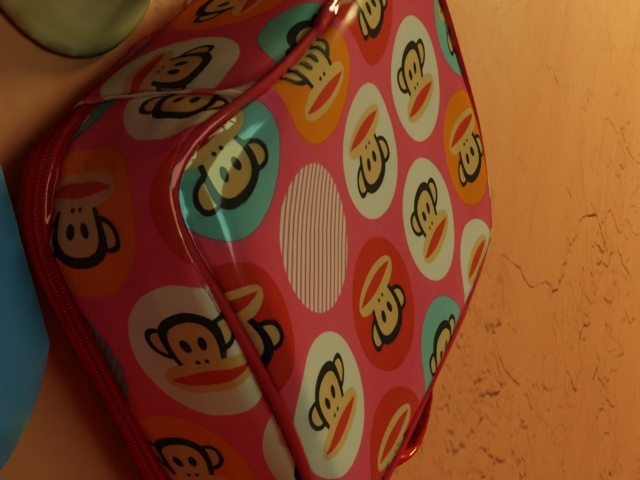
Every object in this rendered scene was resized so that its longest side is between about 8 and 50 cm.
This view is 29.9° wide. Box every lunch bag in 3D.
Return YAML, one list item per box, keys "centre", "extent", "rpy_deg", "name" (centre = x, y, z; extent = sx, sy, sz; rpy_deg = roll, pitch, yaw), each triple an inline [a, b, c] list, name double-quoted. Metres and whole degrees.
- centre: [0.000, 0.000, 0.609]
  extent: [0.293, 0.120, 0.258]
  rpy_deg: [-56, 132, -48]
  name: "lunch bag"

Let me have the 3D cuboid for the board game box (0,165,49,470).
- centre: [-0.160, 0.020, 0.428]
  extent: [0.133, 0.033, 0.169]
  rpy_deg: [-44, 127, -59]
  name: "board game box"

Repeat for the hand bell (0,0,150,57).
- centre: [-0.018, -0.158, 0.487]
  extent: [0.126, 0.242, 0.126]
  rpy_deg: [17, 70, -57]
  name: "hand bell"
